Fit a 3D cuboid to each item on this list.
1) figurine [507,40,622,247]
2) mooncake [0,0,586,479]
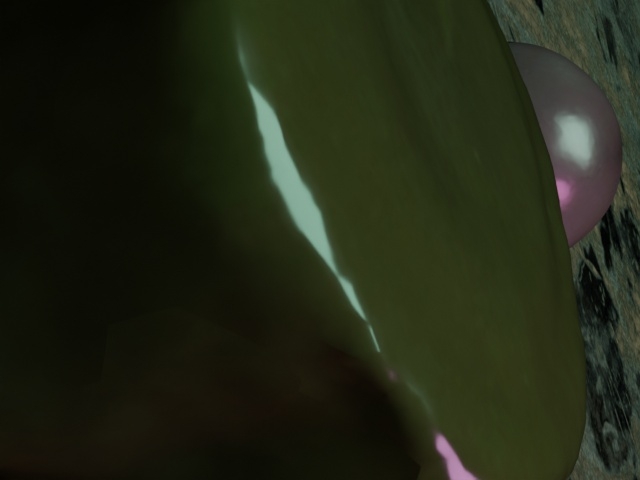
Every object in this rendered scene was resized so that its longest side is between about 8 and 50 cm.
[{"bbox_3d":[0.188,-0.068,1.368,0.261,0.211,0.270,69,23,-15],"label":"figurine"},{"bbox_3d":[-0.042,-0.035,0.758,0.467,0.262,0.467,46,35,-46],"label":"mooncake"}]
